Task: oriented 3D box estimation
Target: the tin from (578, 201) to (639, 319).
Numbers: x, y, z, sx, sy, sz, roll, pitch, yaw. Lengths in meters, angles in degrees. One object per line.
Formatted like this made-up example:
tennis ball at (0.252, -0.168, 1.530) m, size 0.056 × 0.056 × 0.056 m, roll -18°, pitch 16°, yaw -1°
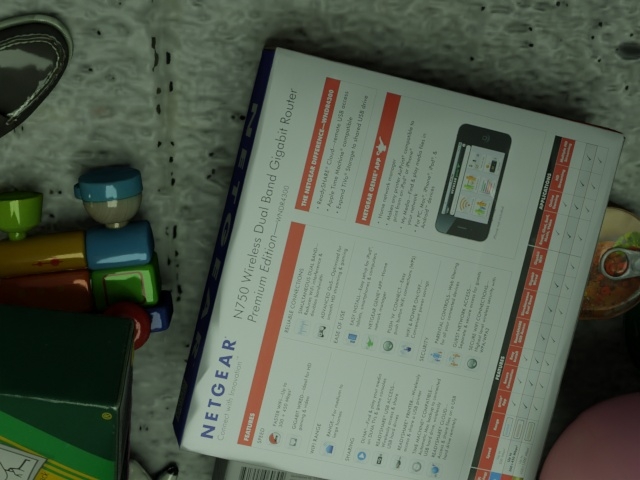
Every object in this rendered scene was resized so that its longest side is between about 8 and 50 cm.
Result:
tin at (0.204, 0.016, 1.368) m, size 0.189 × 0.040 × 0.106 m, roll 1°, pitch 111°, yaw -8°

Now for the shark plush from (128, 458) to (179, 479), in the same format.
shark plush at (-0.178, 0.262, 1.453) m, size 0.067 × 0.073 × 0.161 m, roll 15°, pitch 136°, yaw 7°

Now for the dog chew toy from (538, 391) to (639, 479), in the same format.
dog chew toy at (0.342, 0.176, 1.261) m, size 0.332 × 0.206 × 0.206 m, roll -37°, pitch 115°, yaw 4°

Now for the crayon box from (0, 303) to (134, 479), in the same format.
crayon box at (-0.320, 0.205, 1.284) m, size 0.313 × 0.106 × 0.363 m, roll 6°, pitch 132°, yaw -3°

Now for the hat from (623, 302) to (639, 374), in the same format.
hat at (0.372, 0.100, 1.355) m, size 0.173 × 0.183 × 0.208 m, roll -34°, pitch 115°, yaw 7°

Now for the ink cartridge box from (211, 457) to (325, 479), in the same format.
ink cartridge box at (-0.014, 0.169, 1.395) m, size 0.139 × 0.082 × 0.191 m, roll 8°, pitch 112°, yaw -11°

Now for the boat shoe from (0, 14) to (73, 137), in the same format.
boat shoe at (-0.295, -0.098, 1.235) m, size 0.228 × 0.069 × 0.081 m, roll -32°, pitch 116°, yaw 9°

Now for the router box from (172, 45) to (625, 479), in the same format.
router box at (0.062, 0.035, 1.279) m, size 0.301 × 0.082 × 0.335 m, roll 14°, pitch 95°, yaw -11°

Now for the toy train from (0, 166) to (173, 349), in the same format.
toy train at (-0.255, 0.023, 1.292) m, size 0.248 × 0.105 × 0.143 m, roll -6°, pitch 103°, yaw 1°
